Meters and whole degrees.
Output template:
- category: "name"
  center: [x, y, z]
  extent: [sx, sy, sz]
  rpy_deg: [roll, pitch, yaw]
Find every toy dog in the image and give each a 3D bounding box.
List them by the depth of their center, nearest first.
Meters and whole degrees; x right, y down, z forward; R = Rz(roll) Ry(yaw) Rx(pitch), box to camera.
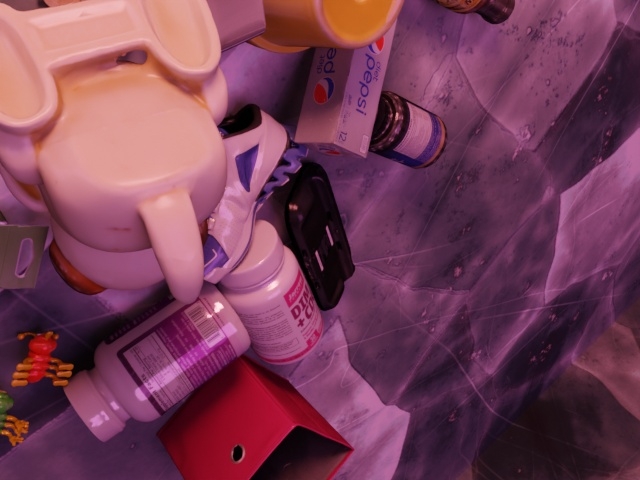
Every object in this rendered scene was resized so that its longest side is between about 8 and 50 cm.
- category: "toy dog"
  center: [-0.242, -0.080, 0.789]
  extent: [0.284, 0.395, 0.408]
  rpy_deg: [-35, 171, -26]

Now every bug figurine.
- category: "bug figurine"
  center: [-0.544, 0.221, 0.931]
  extent: [0.279, 0.072, 0.216]
  rpy_deg: [15, 104, -44]

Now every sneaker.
- category: "sneaker"
  center: [-0.171, -0.104, 1.022]
  extent: [0.182, 0.127, 0.315]
  rpy_deg: [37, 84, -45]

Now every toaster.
- category: "toaster"
  center: [-0.169, -0.334, 0.800]
  extent: [0.110, 0.168, 0.186]
  rpy_deg: [-34, 135, -32]

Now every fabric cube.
- category: "fabric cube"
  center: [-0.138, 0.433, 1.301]
  extent: [0.254, 0.258, 0.259]
  rpy_deg: [-49, 138, -3]

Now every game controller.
- category: "game controller"
  center: [0.000, 0.000, 1.239]
  extent: [0.166, 0.067, 0.319]
  rpy_deg: [-58, 145, -34]

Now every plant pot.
- category: "plant pot"
  center: [-0.012, -0.384, 0.875]
  extent: [0.254, 0.239, 0.254]
  rpy_deg: [-23, 131, -29]

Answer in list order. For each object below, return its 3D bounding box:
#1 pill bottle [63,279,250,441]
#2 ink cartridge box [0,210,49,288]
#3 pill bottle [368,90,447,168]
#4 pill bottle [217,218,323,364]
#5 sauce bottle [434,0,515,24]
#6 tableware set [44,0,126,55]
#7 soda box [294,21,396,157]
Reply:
- category: "pill bottle"
  center: [-0.289, 0.212, 1.082]
  extent: [0.301, 0.169, 0.169]
  rpy_deg: [-35, 135, -18]
- category: "ink cartridge box"
  center: [-0.499, 0.007, 0.834]
  extent: [0.209, 0.062, 0.109]
  rpy_deg: [4, 114, -43]
- category: "pill bottle"
  center: [0.146, -0.225, 1.210]
  extent: [0.219, 0.123, 0.123]
  rpy_deg: [12, 109, -45]
- category: "pill bottle"
  center: [-0.104, 0.103, 1.179]
  extent: [0.160, 0.160, 0.283]
  rpy_deg: [-38, 136, -16]
- category: "sauce bottle"
  center: [0.249, -0.493, 1.130]
  extent: [0.344, 0.111, 0.111]
  rpy_deg: [5, 114, -43]
- category: "tableware set"
  center: [-0.285, -0.343, 0.822]
  extent: [0.141, 0.020, 0.168]
  rpy_deg: [-55, 138, 2]
- category: "soda box"
  center: [0.047, -0.290, 1.035]
  extent: [0.091, 0.098, 0.286]
  rpy_deg: [15, 86, -46]
